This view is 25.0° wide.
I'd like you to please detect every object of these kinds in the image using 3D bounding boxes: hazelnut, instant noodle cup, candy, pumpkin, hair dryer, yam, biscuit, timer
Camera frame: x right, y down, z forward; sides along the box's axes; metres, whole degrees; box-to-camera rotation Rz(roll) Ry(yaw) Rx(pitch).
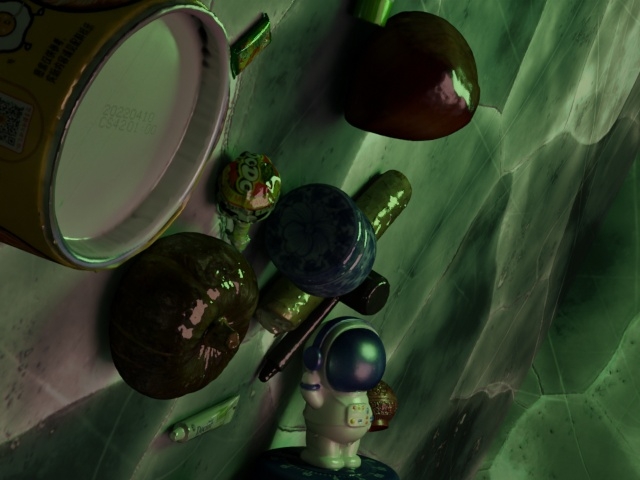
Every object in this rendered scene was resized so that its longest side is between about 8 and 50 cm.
[{"bbox_3d":[0.123,-0.225,2.078,0.208,0.208,0.208,-48,153,-35],"label":"hazelnut"},{"bbox_3d":[-0.247,-0.133,1.245,0.325,0.254,0.326,-49,154,-33],"label":"instant noodle cup"},{"bbox_3d":[-0.107,-0.002,1.955,0.305,0.083,0.091,101,8,-50],"label":"candy"},{"bbox_3d":[-0.158,0.092,1.804,0.219,0.162,0.219,-42,148,-34],"label":"pumpkin"},{"bbox_3d":[-0.004,0.132,2.270,0.248,0.114,0.070,-49,146,-15],"label":"hair dryer"},{"bbox_3d":[0.028,0.013,2.240,0.371,0.083,0.083,-47,152,-36],"label":"yam"},{"bbox_3d":[-0.085,-0.242,1.791,0.089,0.016,0.046,-49,153,-33],"label":"biscuit"},{"bbox_3d":[0.021,0.314,2.375,0.270,0.270,0.384,-6,105,-64],"label":"timer"}]

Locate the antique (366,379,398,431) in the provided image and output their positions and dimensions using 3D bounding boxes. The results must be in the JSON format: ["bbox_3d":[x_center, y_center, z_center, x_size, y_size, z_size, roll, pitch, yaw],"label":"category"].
[{"bbox_3d":[0.092,0.299,2.654,0.104,0.104,0.104,-48,153,-35],"label":"antique"}]

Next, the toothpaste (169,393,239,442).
[{"bbox_3d":[-0.170,0.267,2.135,0.197,0.029,0.048,-15,128,-65],"label":"toothpaste"}]

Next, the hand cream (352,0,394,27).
[{"bbox_3d":[0.110,-0.432,1.993,0.079,0.050,0.275,-107,-144,-83],"label":"hand cream"}]

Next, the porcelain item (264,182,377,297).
[{"bbox_3d":[0.000,0.000,2.064,0.147,0.147,0.114,-61,158,-7],"label":"porcelain item"}]
